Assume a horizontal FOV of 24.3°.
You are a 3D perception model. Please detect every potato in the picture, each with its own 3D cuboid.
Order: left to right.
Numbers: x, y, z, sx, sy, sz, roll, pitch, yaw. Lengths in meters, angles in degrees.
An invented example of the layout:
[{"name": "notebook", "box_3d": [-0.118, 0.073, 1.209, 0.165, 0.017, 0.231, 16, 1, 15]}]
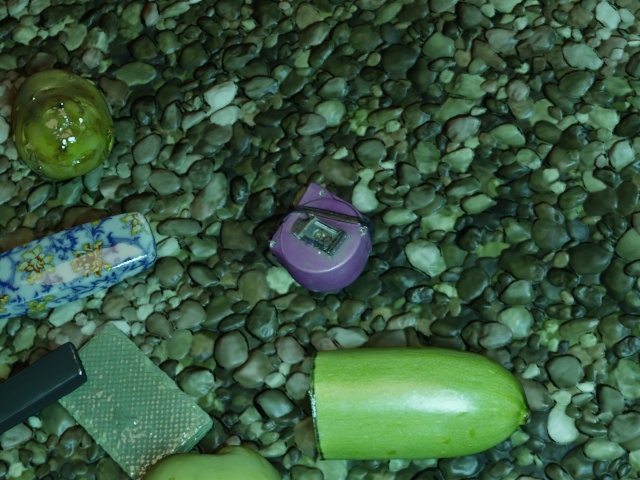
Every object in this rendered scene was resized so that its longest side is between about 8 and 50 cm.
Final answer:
[{"name": "potato", "box_3d": [-0.344, -0.152, 1.974, 0.137, 0.137, 0.176, -18, 38, 1]}]

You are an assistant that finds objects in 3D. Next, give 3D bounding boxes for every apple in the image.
[{"name": "apple", "box_3d": [-0.124, 0.317, 1.632, 0.200, 0.200, 0.200, -5, 60, 9]}]

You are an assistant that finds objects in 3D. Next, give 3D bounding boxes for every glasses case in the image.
[{"name": "glasses case", "box_3d": [-0.330, 0.035, 1.896, 0.248, 0.065, 0.087, -17, 58, 1]}]

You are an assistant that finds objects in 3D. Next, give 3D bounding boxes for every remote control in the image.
[{"name": "remote control", "box_3d": [-0.394, 0.207, 1.814, 0.245, 0.025, 0.063, -32, 63, 6]}]

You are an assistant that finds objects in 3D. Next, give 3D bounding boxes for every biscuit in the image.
[{"name": "biscuit", "box_3d": [-0.234, 0.198, 1.801, 0.121, 0.040, 0.199, -44, 61, -12]}]

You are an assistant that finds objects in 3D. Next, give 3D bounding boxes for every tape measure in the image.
[{"name": "tape measure", "box_3d": [0.000, 0.000, 1.844, 0.125, 0.074, 0.118, 27, 70, 26]}]

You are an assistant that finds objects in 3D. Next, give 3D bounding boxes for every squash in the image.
[{"name": "squash", "box_3d": [0.115, 0.183, 1.691, 0.247, 0.132, 0.133, -3, 61, 7]}]
